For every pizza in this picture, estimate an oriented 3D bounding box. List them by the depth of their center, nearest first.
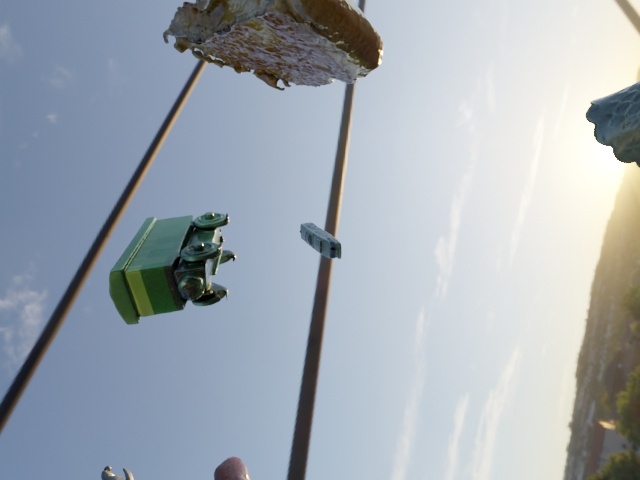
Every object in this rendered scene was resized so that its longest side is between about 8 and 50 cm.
[{"bbox_3d":[-0.066,-0.233,0.560,0.189,0.297,0.071,13,-91,-42],"label":"pizza"}]

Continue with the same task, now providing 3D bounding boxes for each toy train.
[{"bbox_3d":[-0.275,0.035,0.968,0.301,0.202,0.120,-100,2,-66],"label":"toy train"},{"bbox_3d":[0.000,0.000,1.166,0.047,0.207,0.043,-8,-73,-19],"label":"toy train"}]

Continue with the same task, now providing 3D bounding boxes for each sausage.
[{"bbox_3d":[-0.205,0.637,1.208,0.089,0.300,0.083,-25,-73,-10],"label":"sausage"}]

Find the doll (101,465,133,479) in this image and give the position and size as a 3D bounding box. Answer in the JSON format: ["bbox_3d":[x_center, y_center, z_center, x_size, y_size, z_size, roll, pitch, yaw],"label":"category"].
[{"bbox_3d":[-0.430,0.567,1.044,0.062,0.195,0.104,13,-57,-47],"label":"doll"}]

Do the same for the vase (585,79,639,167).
[{"bbox_3d":[0.305,-0.133,0.403,0.081,0.081,0.149,-57,2,-33],"label":"vase"}]
